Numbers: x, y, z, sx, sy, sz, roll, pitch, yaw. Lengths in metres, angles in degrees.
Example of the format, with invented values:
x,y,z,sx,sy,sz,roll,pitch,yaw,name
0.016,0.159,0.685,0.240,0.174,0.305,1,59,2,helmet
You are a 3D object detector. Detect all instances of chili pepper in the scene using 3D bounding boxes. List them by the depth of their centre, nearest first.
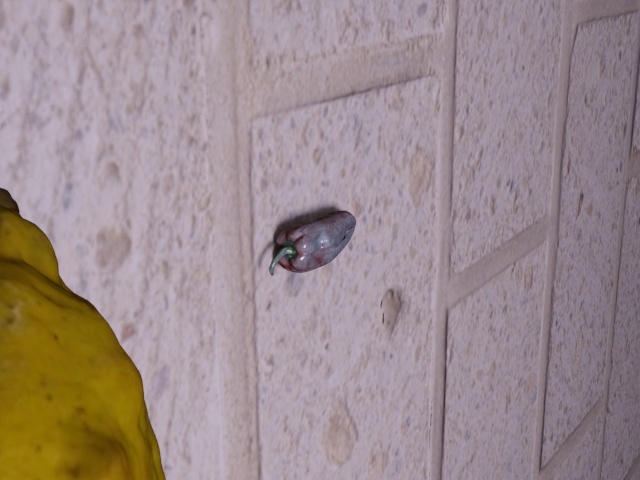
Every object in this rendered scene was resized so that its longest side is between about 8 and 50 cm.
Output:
x,y,z,sx,sy,sz,roll,pitch,yaw,name
0.001,0.001,0.884,0.050,0.041,0.153,-46,164,32,chili pepper

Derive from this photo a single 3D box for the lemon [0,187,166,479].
x,y,z,sx,sy,sz,roll,pitch,yaw,name
-0.197,0.149,0.414,0.316,0.285,0.286,-55,141,-45,lemon
